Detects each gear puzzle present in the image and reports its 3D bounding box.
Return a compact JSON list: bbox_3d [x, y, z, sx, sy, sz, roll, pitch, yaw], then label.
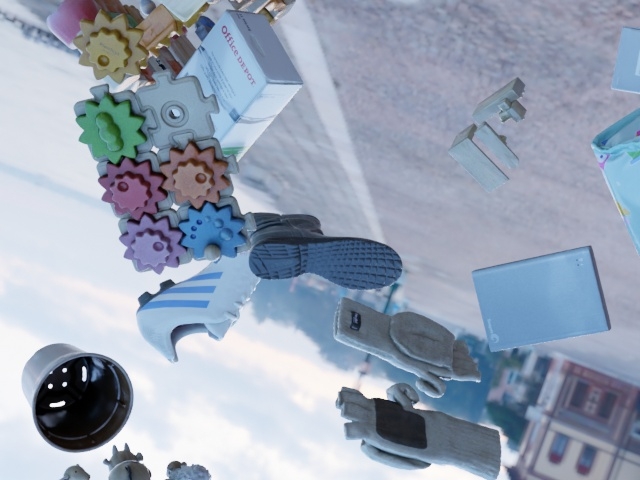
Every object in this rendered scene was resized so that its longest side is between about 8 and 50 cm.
[{"bbox_3d":[-0.197,-0.109,1.177,0.175,0.339,0.044,-11,-153,10],"label":"gear puzzle"}]

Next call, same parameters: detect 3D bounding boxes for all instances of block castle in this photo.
[{"bbox_3d":[-0.253,-0.417,1.721,0.213,0.303,0.453,51,-164,1],"label":"block castle"}]

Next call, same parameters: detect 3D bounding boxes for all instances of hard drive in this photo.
[{"bbox_3d":[0.243,0.065,1.100,0.135,0.094,0.022,-14,180,26],"label":"hard drive"}]

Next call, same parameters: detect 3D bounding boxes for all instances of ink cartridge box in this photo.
[{"bbox_3d":[-0.141,-0.243,1.593,0.087,0.208,0.153,-8,-117,-46],"label":"ink cartridge box"}]

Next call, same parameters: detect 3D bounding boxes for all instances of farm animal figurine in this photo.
[{"bbox_3d":[-0.436,0.521,2.105,0.330,0.172,0.327,-8,171,-33],"label":"farm animal figurine"}]

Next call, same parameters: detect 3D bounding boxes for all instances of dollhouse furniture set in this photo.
[{"bbox_3d":[0.367,-0.212,1.996,0.123,0.151,0.144,44,135,-13],"label":"dollhouse furniture set"}]

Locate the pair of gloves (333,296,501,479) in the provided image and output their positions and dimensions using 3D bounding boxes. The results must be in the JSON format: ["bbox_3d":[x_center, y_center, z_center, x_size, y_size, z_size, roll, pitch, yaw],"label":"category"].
[{"bbox_3d":[0.110,0.181,1.203,0.204,0.042,0.240,14,-141,-14],"label":"pair of gloves"}]

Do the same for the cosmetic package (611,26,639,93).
[{"bbox_3d":[0.553,-0.269,1.547,0.127,0.107,0.238,14,-164,30],"label":"cosmetic package"}]

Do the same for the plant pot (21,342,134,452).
[{"bbox_3d":[-0.419,0.249,1.667,0.167,0.167,0.165,22,177,-31],"label":"plant pot"}]

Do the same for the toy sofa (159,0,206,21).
[{"bbox_3d":[-0.257,-0.475,1.336,0.362,0.150,0.177,51,-172,33],"label":"toy sofa"}]

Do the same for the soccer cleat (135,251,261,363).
[{"bbox_3d":[-0.165,0.092,1.755,0.143,0.331,0.116,53,174,23],"label":"soccer cleat"}]

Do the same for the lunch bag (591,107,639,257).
[{"bbox_3d":[0.420,-0.063,0.939,0.223,0.262,0.160,60,161,-16],"label":"lunch bag"}]

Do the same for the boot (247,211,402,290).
[{"bbox_3d":[0.000,0.000,1.560,0.246,0.083,0.161,6,-155,-8],"label":"boot"}]
